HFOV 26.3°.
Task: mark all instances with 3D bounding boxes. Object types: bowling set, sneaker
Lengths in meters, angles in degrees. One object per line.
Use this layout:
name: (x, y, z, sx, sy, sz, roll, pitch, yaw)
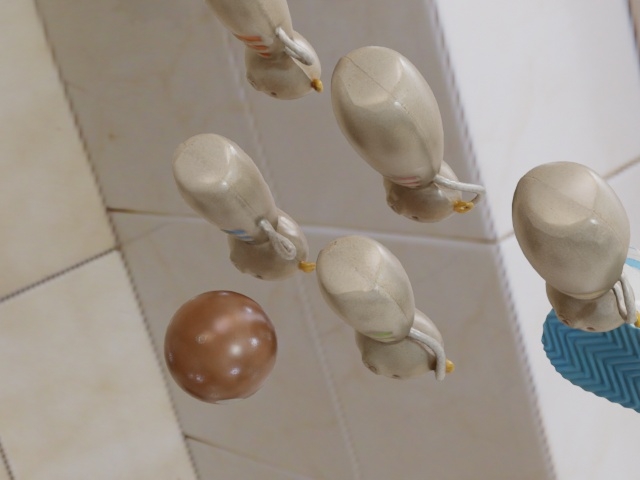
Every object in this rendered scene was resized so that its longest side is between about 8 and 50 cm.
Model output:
bowling set: (0.000, 0.000, 0.699, 0.200, 0.287, 0.154, -47, 155, -5)
sneaker: (0.251, 0.081, 0.819, 0.092, 0.229, 0.087, -46, 164, -45)
